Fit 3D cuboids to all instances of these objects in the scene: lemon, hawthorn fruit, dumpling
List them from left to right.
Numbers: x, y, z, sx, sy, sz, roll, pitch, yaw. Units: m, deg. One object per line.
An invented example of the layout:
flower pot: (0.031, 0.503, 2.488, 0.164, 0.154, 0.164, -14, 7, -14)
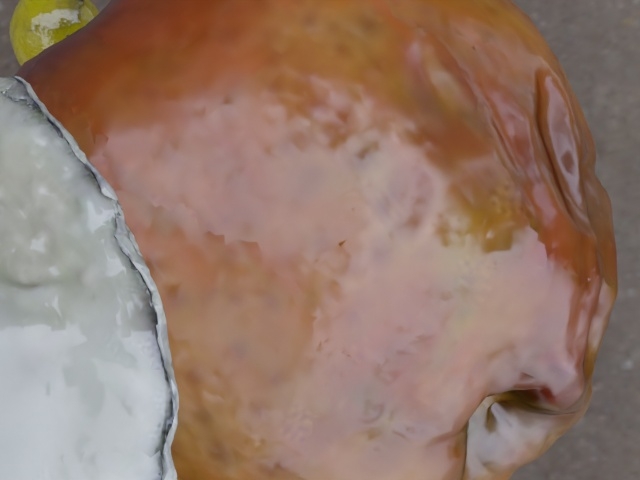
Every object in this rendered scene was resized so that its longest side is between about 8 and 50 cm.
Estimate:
dumpling: (-0.121, 0.079, 0.464, 0.247, 0.172, 0.142, -55, 158, 9)
lemon: (-0.222, -0.171, 1.423, 0.082, 0.082, 0.111, -61, 158, -26)
hawthorn fruit: (0.000, 0.000, 1.190, 0.471, 0.471, 0.472, 6, 79, -35)
